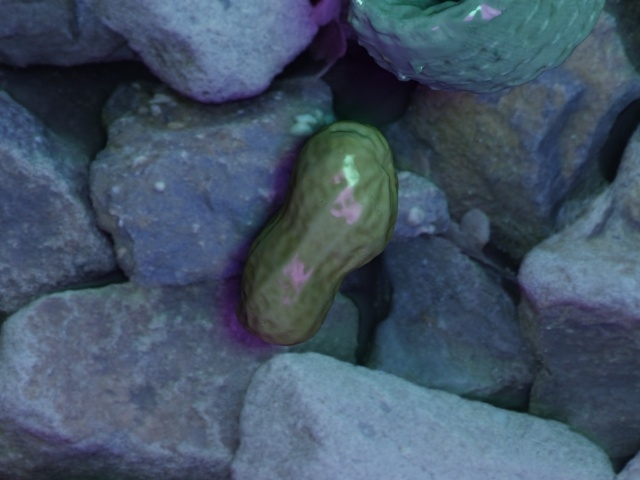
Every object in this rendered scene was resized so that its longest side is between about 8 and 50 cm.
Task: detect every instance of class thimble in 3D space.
[{"bbox_3d":[0.138,-0.250,1.780,0.250,0.205,0.172,-38,148,8],"label":"thimble"}]

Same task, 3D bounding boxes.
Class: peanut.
[{"bbox_3d":[0.000,0.000,1.958,0.124,0.123,0.256,20,113,-15],"label":"peanut"}]
